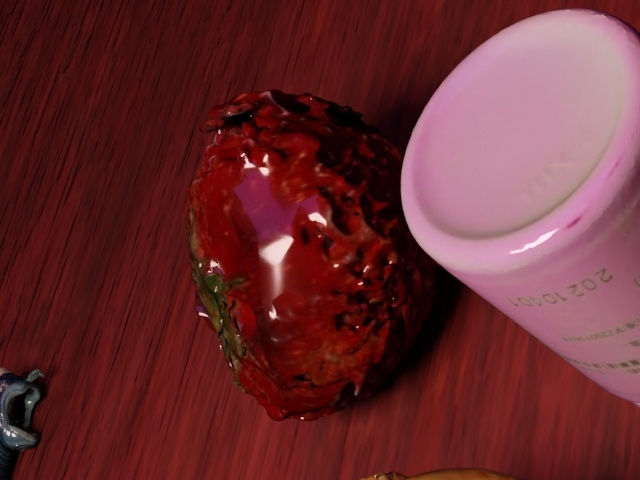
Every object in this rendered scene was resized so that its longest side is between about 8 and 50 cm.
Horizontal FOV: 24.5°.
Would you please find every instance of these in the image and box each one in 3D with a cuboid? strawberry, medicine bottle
[{"bbox_3d":[0.000,0.000,1.224,0.221,0.274,0.274,-18,36,-15],"label":"strawberry"},{"bbox_3d":[0.203,0.002,0.928,0.178,0.291,0.178,-27,45,31],"label":"medicine bottle"}]

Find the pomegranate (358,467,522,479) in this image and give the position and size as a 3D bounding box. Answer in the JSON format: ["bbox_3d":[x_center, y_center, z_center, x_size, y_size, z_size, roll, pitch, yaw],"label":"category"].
[{"bbox_3d":[0.072,0.254,0.934,0.248,0.248,0.248,-27,45,31],"label":"pomegranate"}]

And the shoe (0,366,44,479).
[{"bbox_3d":[-0.327,0.202,1.535,0.071,0.064,0.142,-2,64,25],"label":"shoe"}]
